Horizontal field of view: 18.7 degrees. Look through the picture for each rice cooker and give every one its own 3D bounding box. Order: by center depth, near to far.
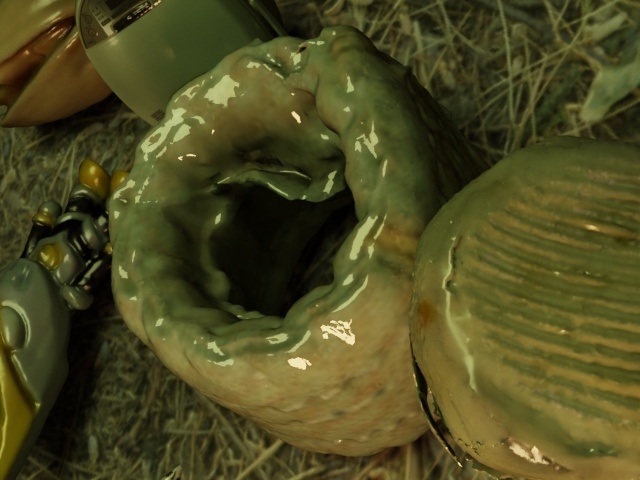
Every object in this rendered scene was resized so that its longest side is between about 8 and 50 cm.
[{"bbox_3d":[-0.109,-0.172,1.608,0.145,0.206,0.127,-30,37,27],"label":"rice cooker"}]

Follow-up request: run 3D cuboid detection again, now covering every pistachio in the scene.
[{"bbox_3d":[-0.233,-0.186,1.766,0.215,0.144,0.144,-32,52,33],"label":"pistachio"}]

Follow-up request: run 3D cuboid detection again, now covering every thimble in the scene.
[{"bbox_3d":[0.000,0.000,1.433,0.291,0.195,0.291,-16,59,29],"label":"thimble"}]

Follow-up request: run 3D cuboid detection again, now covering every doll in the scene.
[{"bbox_3d":[-0.252,0.078,1.676,0.145,0.103,0.316,27,76,21],"label":"doll"}]

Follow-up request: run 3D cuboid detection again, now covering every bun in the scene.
[{"bbox_3d":[0.166,0.057,1.274,0.239,0.141,0.239,1,77,-6],"label":"bun"}]

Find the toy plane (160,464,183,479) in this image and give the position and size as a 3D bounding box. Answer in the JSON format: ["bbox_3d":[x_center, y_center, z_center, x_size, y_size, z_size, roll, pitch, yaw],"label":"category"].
[{"bbox_3d":[-0.176,0.277,1.542,0.234,0.082,0.160,-42,37,-2],"label":"toy plane"}]
